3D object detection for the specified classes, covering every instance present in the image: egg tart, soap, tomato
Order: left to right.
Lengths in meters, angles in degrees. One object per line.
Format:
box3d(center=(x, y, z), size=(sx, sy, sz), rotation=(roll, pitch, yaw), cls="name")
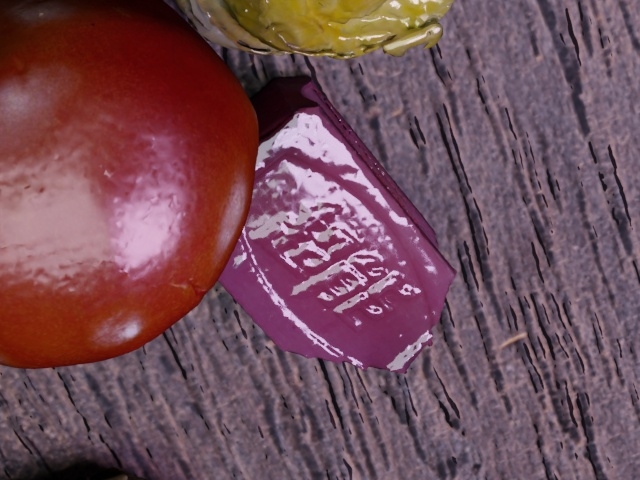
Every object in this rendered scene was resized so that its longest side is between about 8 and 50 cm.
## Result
box3d(center=(-0.197, -0.064, 1.288), size=(0.299, 0.298, 0.226), rotation=(-29, 139, 5), cls="tomato")
box3d(center=(0.000, 0.000, 1.466), size=(0.162, 0.099, 0.250), rotation=(-41, 116, 3), cls="soap")
box3d(center=(0.036, -0.218, 1.307), size=(0.291, 0.107, 0.291), rotation=(-18, 148, -12), cls="egg tart")

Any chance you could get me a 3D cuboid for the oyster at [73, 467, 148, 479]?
box3d(center=(-0.250, 0.302, 1.555), size=(0.337, 0.133, 0.198), rotation=(-33, 157, 16), cls="oyster")
